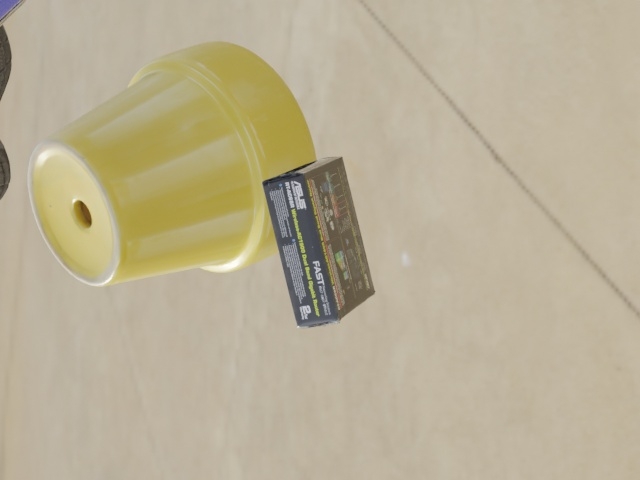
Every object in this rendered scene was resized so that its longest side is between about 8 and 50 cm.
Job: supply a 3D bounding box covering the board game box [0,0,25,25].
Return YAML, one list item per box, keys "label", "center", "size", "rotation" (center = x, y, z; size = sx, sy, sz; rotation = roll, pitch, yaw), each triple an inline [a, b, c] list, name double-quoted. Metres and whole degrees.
- label: "board game box"
  center: [-0.332, -0.241, 0.760]
  size: [0.232, 0.141, 0.291]
  rotation: [35, 159, 18]

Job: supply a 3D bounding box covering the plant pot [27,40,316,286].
- label: "plant pot"
  center: [-0.171, -0.065, 1.404]
  size: [0.254, 0.239, 0.254]
  rotation: [26, 128, 38]

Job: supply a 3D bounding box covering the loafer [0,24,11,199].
- label: "loafer"
  center: [-0.317, -0.116, 1.054]
  size: [0.095, 0.109, 0.302]
  rotation: [46, 153, 15]

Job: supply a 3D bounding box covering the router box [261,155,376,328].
- label: "router box"
  center: [0.000, 0.000, 1.038]
  size: [0.092, 0.038, 0.123]
  rotation: [-29, -74, -67]
